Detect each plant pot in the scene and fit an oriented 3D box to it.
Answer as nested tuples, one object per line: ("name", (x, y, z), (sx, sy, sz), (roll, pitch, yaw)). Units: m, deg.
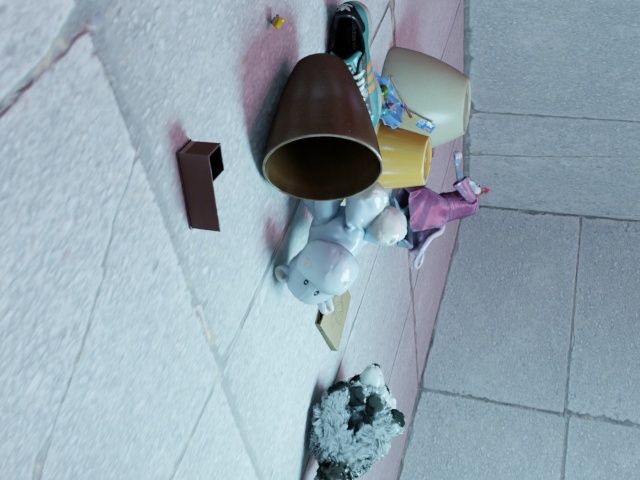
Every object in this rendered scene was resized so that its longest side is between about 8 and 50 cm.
("plant pot", (0.191, -0.219, 1.978), (0.205, 0.188, 0.205), (7, 90, -73))
("plant pot", (0.004, -0.226, 1.389), (0.215, 0.215, 0.230), (66, 21, -60))

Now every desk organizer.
("desk organizer", (-0.169, -0.079, 1.097), (0.047, 0.050, 0.130), (-60, 151, -52))

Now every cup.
("cup", (0.326, -0.411, 2.262), (0.331, 0.237, 0.331), (8, 90, -73))

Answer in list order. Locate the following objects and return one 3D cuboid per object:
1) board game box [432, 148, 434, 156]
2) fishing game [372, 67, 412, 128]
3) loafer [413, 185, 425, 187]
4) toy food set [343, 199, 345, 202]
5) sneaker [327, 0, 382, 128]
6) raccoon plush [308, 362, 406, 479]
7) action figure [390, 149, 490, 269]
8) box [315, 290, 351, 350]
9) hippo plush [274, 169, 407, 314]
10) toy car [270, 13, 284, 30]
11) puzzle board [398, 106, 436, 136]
("board game box", (0.375, -0.468, 2.691), (0.316, 0.064, 0.242), (44, 55, -69))
("fishing game", (0.160, -0.377, 1.917), (0.264, 0.041, 0.189), (-19, 81, -58))
("loafer", (0.326, -0.280, 2.552), (0.251, 0.094, 0.087), (78, 29, -46))
("toy food set", (0.061, -0.138, 1.873), (0.083, 0.020, 0.082), (-29, 124, -69))
("sneaker", (0.067, -0.376, 1.671), (0.121, 0.108, 0.302), (-48, 134, -61))
("raccoon plush", (0.044, 0.522, 1.944), (0.446, 0.216, 0.299), (-51, 172, -6))
("action figure", (0.419, -0.110, 2.479), (0.248, 0.370, 0.275), (103, -35, -55))
("box", (0.035, 0.176, 1.913), (0.201, 0.021, 0.164), (66, 35, -60))
("hippo plush", (0.000, 0.000, 1.519), (0.236, 0.234, 0.294), (-52, -168, -29))
("toy car", (-0.084, -0.434, 1.295), (0.040, 0.060, 0.122), (45, -58, 54))
("puzzle board", (0.255, -0.323, 2.153), (0.096, 0.128, 0.011), (-57, -164, 35))
